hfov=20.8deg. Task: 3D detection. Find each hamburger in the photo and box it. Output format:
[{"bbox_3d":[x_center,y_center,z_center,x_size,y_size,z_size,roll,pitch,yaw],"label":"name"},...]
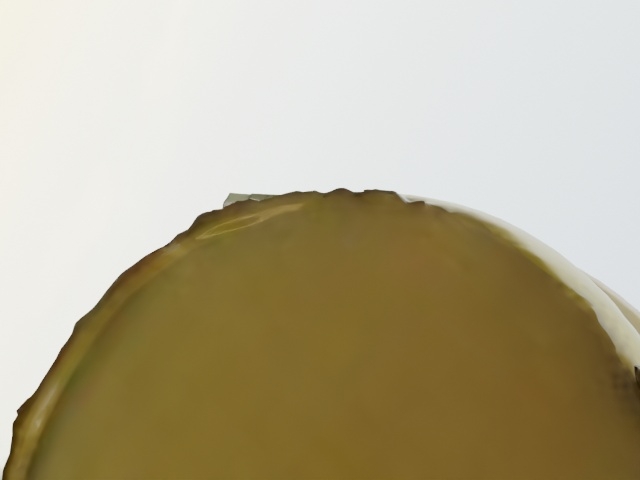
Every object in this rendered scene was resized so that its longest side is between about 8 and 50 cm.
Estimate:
[{"bbox_3d":[0.047,0.135,0.618,0.302,0.186,0.261,40,-81,28],"label":"hamburger"}]

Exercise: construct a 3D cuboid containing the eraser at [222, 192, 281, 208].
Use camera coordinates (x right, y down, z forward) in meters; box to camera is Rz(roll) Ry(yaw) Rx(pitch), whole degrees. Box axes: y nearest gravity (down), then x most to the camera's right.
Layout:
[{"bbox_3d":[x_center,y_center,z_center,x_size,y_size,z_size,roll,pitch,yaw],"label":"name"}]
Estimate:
[{"bbox_3d":[0.000,0.000,1.085,0.029,0.122,0.052,-70,163,-73],"label":"eraser"}]
